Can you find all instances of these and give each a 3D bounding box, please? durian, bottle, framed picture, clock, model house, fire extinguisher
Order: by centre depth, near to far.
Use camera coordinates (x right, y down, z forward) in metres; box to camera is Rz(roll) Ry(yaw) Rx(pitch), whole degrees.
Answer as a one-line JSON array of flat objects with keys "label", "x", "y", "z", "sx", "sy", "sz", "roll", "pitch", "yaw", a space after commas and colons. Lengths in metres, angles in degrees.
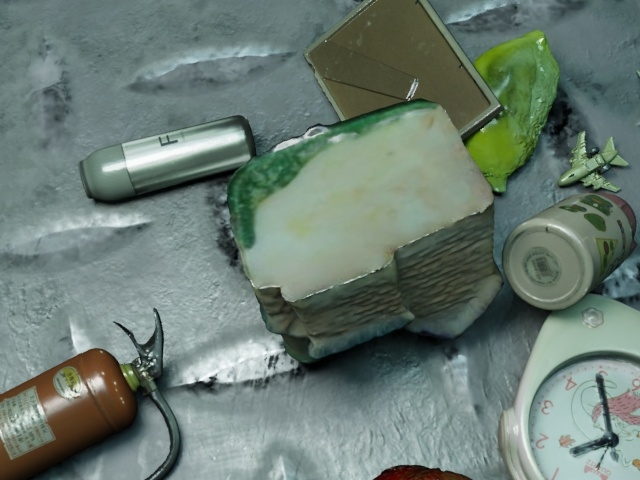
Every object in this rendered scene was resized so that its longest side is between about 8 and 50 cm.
[{"label": "clock", "x": 0.351, "y": 0.244, "z": 1.121, "sx": 0.265, "sy": 0.108, "sz": 0.324, "roll": 29, "pitch": 69, "yaw": 14}, {"label": "model house", "x": 0.064, "y": 0.024, "z": 1.155, "sx": 0.299, "sy": 0.284, "sz": 0.243, "roll": -21, "pitch": 47, "yaw": -1}, {"label": "fire extinguisher", "x": -0.334, "y": 0.254, "z": 1.155, "sx": 0.376, "sy": 0.113, "sz": 0.200, "roll": -29, "pitch": 109, "yaw": -10}, {"label": "bottle", "x": 0.339, "y": 0.001, "z": 1.189, "sx": 0.120, "sy": 0.120, "sz": 0.253, "roll": 42, "pitch": 35, "yaw": 20}, {"label": "bottle", "x": -0.223, "y": -0.122, "z": 1.340, "sx": 0.254, "sy": 0.079, "sz": 0.096, "roll": -16, "pitch": 26, "yaw": -6}, {"label": "durian", "x": 0.269, "y": -0.200, "z": 1.346, "sx": 0.139, "sy": 0.101, "sz": 0.250, "roll": 26, "pitch": 73, "yaw": 13}, {"label": "framed picture", "x": 0.112, "y": -0.239, "z": 1.359, "sx": 0.211, "sy": 0.020, "sz": 0.289, "roll": -37, "pitch": 64, "yaw": 17}]

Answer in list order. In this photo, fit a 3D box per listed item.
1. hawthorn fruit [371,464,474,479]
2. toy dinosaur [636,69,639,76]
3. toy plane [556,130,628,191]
[{"label": "hawthorn fruit", "x": 0.115, "y": 0.372, "z": 1.029, "sx": 0.181, "sy": 0.181, "sz": 0.235, "roll": 6, "pitch": 64, "yaw": 5}, {"label": "toy dinosaur", "x": 0.534, "y": -0.262, "z": 1.415, "sx": 0.083, "sy": 0.021, "sz": 0.062, "roll": 38, "pitch": 78, "yaw": 22}, {"label": "toy plane", "x": 0.393, "y": -0.109, "z": 1.332, "sx": 0.111, "sy": 0.040, "sz": 0.102, "roll": -27, "pitch": 76, "yaw": -13}]
